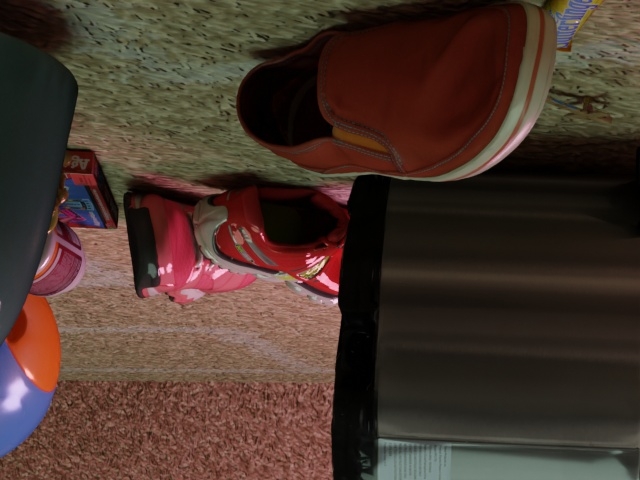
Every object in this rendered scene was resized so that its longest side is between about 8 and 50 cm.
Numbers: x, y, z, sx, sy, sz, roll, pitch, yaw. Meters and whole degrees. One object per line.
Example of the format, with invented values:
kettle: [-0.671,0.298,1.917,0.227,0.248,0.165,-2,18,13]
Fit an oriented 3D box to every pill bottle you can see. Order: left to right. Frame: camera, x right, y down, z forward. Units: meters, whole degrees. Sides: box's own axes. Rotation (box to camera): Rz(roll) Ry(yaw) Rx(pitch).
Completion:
pill bottle: [-0.302,0.013,1.963,0.086,0.086,0.152,0,169,10]

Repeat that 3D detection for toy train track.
toy train track: [0.208,-0.114,1.525,0.083,0.014,0.048,16,171,-32]

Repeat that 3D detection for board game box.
board game box: [-0.294,-0.052,1.922,0.145,0.027,0.281,4,169,0]

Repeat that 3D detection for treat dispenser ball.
treat dispenser ball: [-0.466,0.144,2.291,0.288,0.288,0.288,2,169,0]

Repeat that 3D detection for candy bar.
candy bar: [0.173,-0.159,1.276,0.040,0.018,0.161,4,168,-6]

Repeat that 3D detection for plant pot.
plant pot: [-0.335,-0.017,1.363,0.293,0.235,0.293,3,167,1]

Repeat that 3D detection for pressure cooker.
pressure cooker: [0.228,0.117,1.773,0.420,0.375,0.370,2,166,6]

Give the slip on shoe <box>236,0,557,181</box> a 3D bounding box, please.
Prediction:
slip on shoe: [0.049,-0.107,1.339,0.101,0.123,0.331,14,169,-33]

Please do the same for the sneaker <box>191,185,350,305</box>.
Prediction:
sneaker: [0.000,0.000,1.945,0.279,0.107,0.118,9,159,-41]

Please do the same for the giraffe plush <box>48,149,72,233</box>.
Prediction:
giraffe plush: [-0.311,-0.052,1.639,0.170,0.210,0.181,-30,172,-33]

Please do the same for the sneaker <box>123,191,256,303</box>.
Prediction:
sneaker: [-0.126,-0.001,2.010,0.136,0.116,0.314,-9,174,8]
